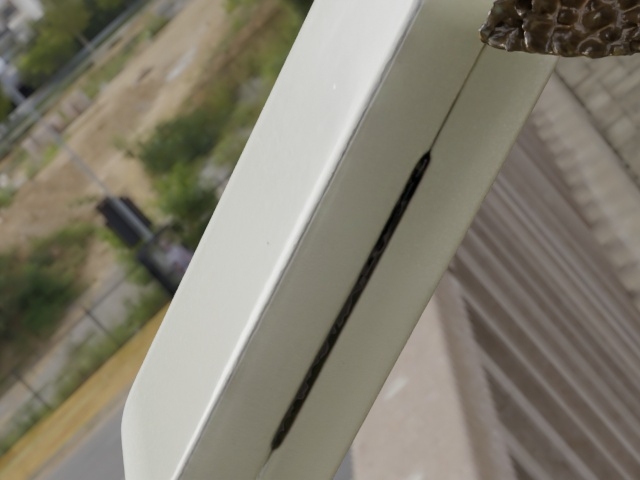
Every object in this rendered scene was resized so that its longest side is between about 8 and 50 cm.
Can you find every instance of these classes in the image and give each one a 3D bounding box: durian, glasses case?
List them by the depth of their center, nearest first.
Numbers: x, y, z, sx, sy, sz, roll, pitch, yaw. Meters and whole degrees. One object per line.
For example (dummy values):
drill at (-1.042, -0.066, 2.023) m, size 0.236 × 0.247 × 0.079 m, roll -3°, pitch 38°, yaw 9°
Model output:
durian at (0.116, -0.083, 0.525) m, size 0.130 × 0.052 × 0.066 m, roll -17°, pitch -19°, yaw -25°
glasses case at (0.000, 0.000, 0.689) m, size 0.312 × 0.070 × 0.131 m, roll -64°, pitch 21°, yaw 19°
